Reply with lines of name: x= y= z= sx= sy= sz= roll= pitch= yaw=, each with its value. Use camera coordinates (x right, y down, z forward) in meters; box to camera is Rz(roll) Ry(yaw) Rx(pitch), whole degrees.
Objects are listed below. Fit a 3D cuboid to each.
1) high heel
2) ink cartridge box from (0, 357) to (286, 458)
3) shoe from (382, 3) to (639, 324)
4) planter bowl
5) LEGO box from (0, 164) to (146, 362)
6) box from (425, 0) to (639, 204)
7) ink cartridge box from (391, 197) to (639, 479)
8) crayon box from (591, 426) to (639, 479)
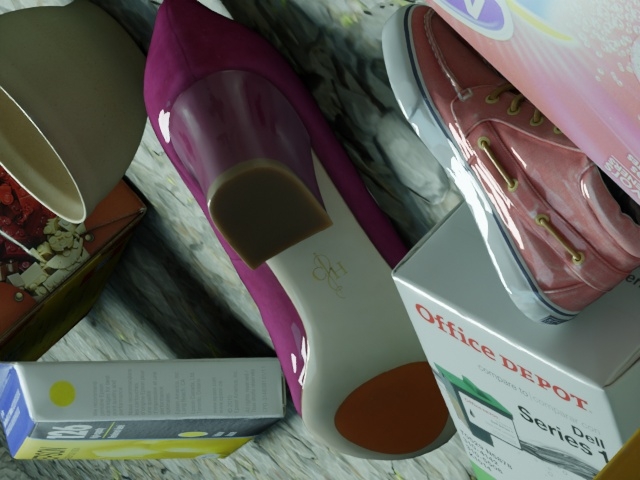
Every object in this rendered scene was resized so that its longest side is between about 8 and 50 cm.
high heel: x=0.000 y=0.000 z=1.117 sx=0.377 sy=0.127 sz=0.181 roll=64 pitch=-176 yaw=-49
ink cartridge box: x=-0.212 y=0.163 z=1.582 sx=0.303 sy=0.307 sz=0.072 roll=136 pitch=132 yaw=-72
shoe: x=0.101 y=-0.053 z=0.811 sx=0.081 sy=0.063 sz=0.178 roll=-37 pitch=74 yaw=38
planter bowl: x=-0.189 y=-0.109 z=1.233 sx=0.162 sy=0.109 sz=0.162 roll=40 pitch=159 yaw=19
LEGO box: x=-0.395 y=-0.047 z=1.662 sx=0.372 sy=0.193 sz=0.500 roll=47 pitch=161 yaw=0
box: x=0.084 y=-0.141 z=0.456 sx=0.300 sy=0.154 sz=0.142 roll=44 pitch=161 yaw=8
ink cartridge box: x=0.147 y=0.087 z=0.925 sx=0.160 sy=0.092 sz=0.219 roll=28 pitch=153 yaw=43
crayon box: x=0.150 y=0.090 z=0.572 sx=0.083 sy=0.323 sz=0.203 roll=41 pitch=160 yaw=17
